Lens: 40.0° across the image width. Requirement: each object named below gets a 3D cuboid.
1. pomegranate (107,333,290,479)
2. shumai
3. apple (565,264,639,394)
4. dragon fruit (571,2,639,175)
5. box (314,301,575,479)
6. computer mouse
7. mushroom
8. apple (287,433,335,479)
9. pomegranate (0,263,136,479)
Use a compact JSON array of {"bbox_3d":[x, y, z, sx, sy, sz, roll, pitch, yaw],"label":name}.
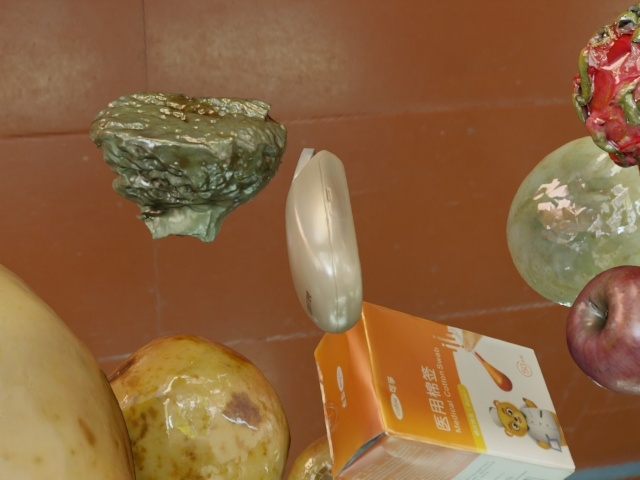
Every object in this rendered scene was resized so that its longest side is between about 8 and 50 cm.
[{"bbox_3d":[-0.126,0.200,0.863,0.215,0.215,0.215,-10,136,-9],"label":"pomegranate"},{"bbox_3d":[-0.178,-0.083,1.175,0.256,0.189,0.218,4,128,-10],"label":"shumai"},{"bbox_3d":[0.373,0.110,1.054,0.120,0.153,0.153,21,125,-20],"label":"apple"},{"bbox_3d":[0.375,-0.173,1.000,0.166,0.160,0.172,-40,100,24],"label":"dragon fruit"},{"bbox_3d":[0.171,0.245,1.276,0.341,0.225,0.143,18,130,-27],"label":"box"},{"bbox_3d":[0.000,0.000,1.058,0.082,0.236,0.145,-7,140,-2],"label":"computer mouse"},{"bbox_3d":[0.516,-0.033,1.632,0.260,0.352,0.352,16,127,-40],"label":"mushroom"},{"bbox_3d":[0.072,0.456,1.512,0.264,0.264,0.264,-10,136,-9],"label":"apple"},{"bbox_3d":[-0.325,0.182,0.603,0.412,0.411,0.411,-10,136,-9],"label":"pomegranate"}]
